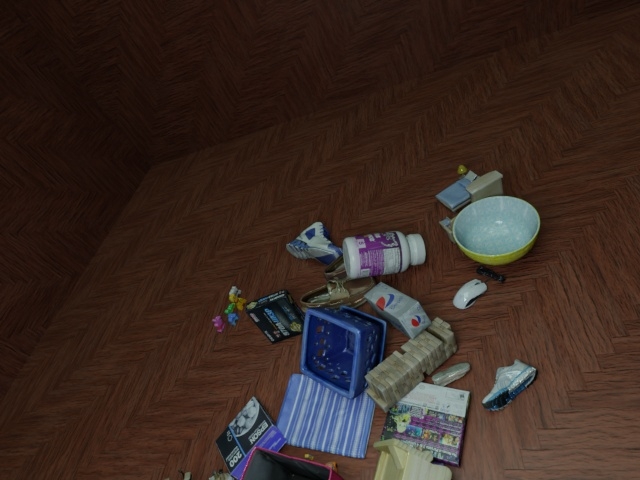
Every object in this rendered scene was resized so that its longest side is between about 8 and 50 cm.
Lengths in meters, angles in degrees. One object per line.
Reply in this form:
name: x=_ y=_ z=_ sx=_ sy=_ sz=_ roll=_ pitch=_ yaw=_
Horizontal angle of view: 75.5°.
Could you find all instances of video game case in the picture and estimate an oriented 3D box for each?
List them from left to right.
video game case: x=0.315 y=0.534 z=1.238 sx=0.232 sy=0.042 sz=0.210 roll=0 pitch=47 yaw=31

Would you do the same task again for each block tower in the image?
block tower: x=0.293 y=0.388 z=1.316 sx=0.335 sy=0.097 sz=0.091 roll=-34 pitch=33 yaw=-18

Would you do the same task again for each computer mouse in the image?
computer mouse: x=0.551 y=0.168 z=1.472 sx=0.193 sy=0.042 sz=0.106 roll=-39 pitch=42 yaw=-10

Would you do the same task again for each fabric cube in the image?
fabric cube: x=-0.067 y=0.741 z=1.092 sx=0.259 sy=0.258 sz=0.254 roll=-2 pitch=47 yaw=30

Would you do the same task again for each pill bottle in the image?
pill bottle: x=0.249 y=0.051 z=1.635 sx=0.302 sy=0.169 sz=0.169 roll=-7 pitch=41 yaw=-6

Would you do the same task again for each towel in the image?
towel: x=0.013 y=0.572 z=1.387 sx=0.336 sy=0.040 sz=0.243 roll=-4 pitch=47 yaw=28

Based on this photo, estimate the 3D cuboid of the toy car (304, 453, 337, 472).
toy car: x=-0.005 y=0.696 z=1.267 sx=0.122 sy=0.040 sz=0.060 roll=-2 pitch=48 yaw=29

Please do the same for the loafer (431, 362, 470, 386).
loafer: x=0.414 y=0.425 z=1.302 sx=0.125 sy=0.039 sz=0.045 roll=-24 pitch=7 yaw=4

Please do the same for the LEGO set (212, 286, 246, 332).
LEGO set: x=-0.409 y=0.297 z=1.883 sx=0.087 sy=0.093 sz=0.227 roll=-4 pitch=47 yaw=28

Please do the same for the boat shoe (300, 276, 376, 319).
boat shoe: x=0.068 y=0.217 z=1.657 sx=0.324 sy=0.116 sz=0.123 roll=-26 pitch=40 yaw=6

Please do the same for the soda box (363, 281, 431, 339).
soda box: x=0.262 y=0.237 z=1.453 sx=0.091 sy=0.098 sz=0.286 roll=-38 pitch=17 yaw=-9

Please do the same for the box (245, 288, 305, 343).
box: x=-0.165 y=0.302 z=1.631 sx=0.175 sy=0.220 sz=0.051 roll=-21 pitch=36 yaw=11

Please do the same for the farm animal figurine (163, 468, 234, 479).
farm animal figurine: x=-0.443 y=0.878 z=1.251 sx=0.330 sy=0.172 sz=0.326 roll=-7 pitch=25 yaw=7

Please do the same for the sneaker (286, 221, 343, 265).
sneaker: x=-0.001 y=0.000 z=1.916 sx=0.316 sy=0.127 sz=0.182 roll=12 pitch=57 yaw=41

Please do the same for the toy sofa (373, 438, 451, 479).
toy sofa: x=0.189 y=0.716 z=1.048 sx=0.177 sy=0.150 sz=0.362 roll=27 pitch=56 yaw=-2

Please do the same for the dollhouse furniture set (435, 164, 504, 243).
dollhouse furniture set: x=0.570 y=-0.202 z=1.722 sx=0.286 sy=0.198 sz=0.303 roll=-31 pitch=39 yaw=-1

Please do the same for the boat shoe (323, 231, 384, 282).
boat shoe: x=0.156 y=0.063 z=1.757 sx=0.342 sy=0.123 sz=0.123 roll=-35 pitch=40 yaw=-6

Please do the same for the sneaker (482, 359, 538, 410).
sneaker: x=0.537 y=0.420 z=1.212 sx=0.191 sy=0.071 sz=0.083 roll=-31 pitch=33 yaw=-13

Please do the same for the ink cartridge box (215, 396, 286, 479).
ink cartridge box: x=-0.242 y=0.680 z=1.402 sx=0.206 sy=0.045 sz=0.208 roll=-48 pitch=42 yaw=-7

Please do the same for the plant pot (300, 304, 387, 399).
plant pot: x=0.090 y=0.353 z=1.394 sx=0.236 sy=0.212 sz=0.235 roll=13 pitch=101 yaw=40

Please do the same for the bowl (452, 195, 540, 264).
bowl: x=0.644 y=-0.008 z=1.508 sx=0.290 sy=0.156 sz=0.289 roll=-17 pitch=42 yaw=16
